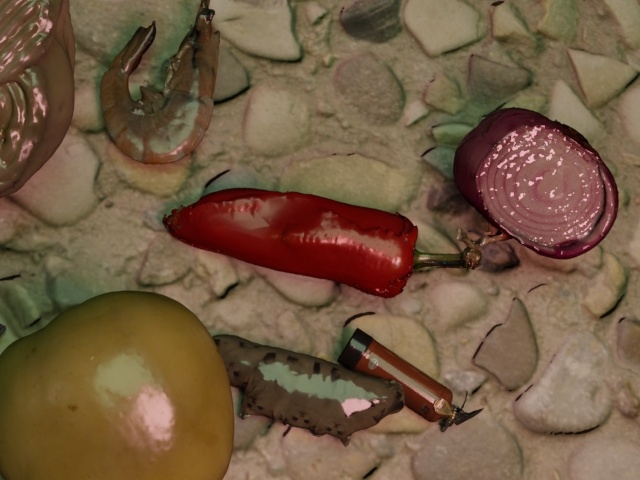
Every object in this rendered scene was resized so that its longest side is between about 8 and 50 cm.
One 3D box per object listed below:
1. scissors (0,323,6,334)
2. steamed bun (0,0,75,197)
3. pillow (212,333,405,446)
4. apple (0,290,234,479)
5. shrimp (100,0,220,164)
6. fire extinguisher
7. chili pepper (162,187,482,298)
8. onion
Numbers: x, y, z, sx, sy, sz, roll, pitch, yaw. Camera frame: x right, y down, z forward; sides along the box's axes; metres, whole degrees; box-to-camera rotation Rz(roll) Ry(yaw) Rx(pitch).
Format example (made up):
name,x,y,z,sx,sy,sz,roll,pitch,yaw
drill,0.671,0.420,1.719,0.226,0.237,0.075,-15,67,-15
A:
name,x,y,z,sx,sy,sz,roll,pitch,yaw
scissors,-0.426,0.160,1.311,0.187,0.020,0.133,-29,71,-20
steamed bun,-0.441,-0.213,1.356,0.325,0.219,0.309,6,103,-4
pillow,-0.024,0.179,1.363,0.241,0.051,0.093,15,81,3
apple,-0.217,0.180,1.227,0.263,0.262,0.262,4,66,-10
shrimp,-0.205,-0.211,1.500,0.145,0.059,0.254,3,71,0
fire extinguisher,0.107,0.170,1.396,0.177,0.050,0.062,33,109,3
chili pepper,0.000,0.000,1.425,0.388,0.110,0.110,12,65,-1
onion,0.268,-0.075,1.469,0.208,0.200,0.200,8,65,3
